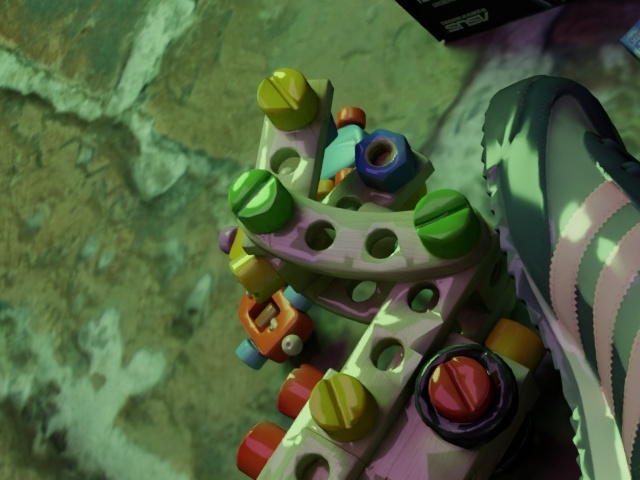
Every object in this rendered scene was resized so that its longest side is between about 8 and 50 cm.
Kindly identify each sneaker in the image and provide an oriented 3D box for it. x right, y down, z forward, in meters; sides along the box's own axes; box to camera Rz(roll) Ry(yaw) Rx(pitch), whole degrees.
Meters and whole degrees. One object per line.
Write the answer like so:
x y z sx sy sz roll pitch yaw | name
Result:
0.167 0.029 0.586 0.131 0.112 0.319 -39 48 30 | sneaker

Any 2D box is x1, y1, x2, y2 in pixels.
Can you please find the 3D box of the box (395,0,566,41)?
0.105 -0.209 0.803 0.180 0.147 0.077 -13 54 40 | box

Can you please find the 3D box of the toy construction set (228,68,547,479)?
-0.009 0.089 0.695 0.215 0.151 0.327 27 91 28 | toy construction set

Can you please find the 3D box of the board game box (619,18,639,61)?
0.217 -0.116 0.717 0.090 0.020 0.090 -47 39 10 | board game box

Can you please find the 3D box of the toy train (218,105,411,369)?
0.000 0.000 0.843 0.166 0.046 0.125 -53 41 6 | toy train
